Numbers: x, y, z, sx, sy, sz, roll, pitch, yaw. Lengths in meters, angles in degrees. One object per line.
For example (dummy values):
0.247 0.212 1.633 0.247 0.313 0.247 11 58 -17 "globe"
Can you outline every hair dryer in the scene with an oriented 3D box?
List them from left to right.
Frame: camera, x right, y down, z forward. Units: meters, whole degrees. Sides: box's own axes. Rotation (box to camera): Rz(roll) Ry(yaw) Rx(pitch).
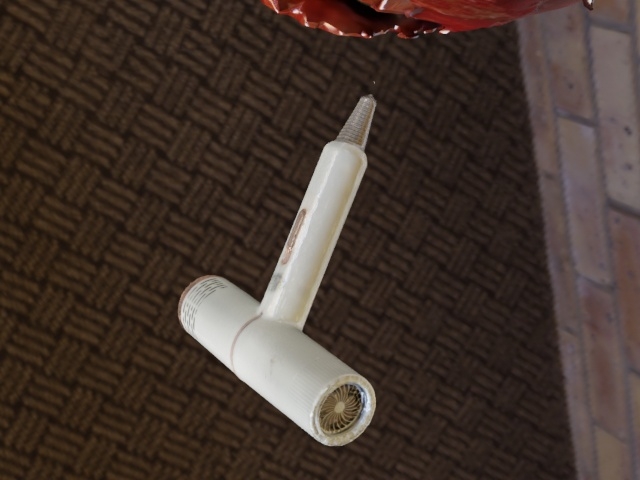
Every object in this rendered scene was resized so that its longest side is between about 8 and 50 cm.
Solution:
0.005 0.001 0.709 0.044 0.155 0.183 26 94 -40 "hair dryer"

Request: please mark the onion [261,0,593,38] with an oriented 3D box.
0.044 -0.213 0.500 0.276 0.276 0.276 -9 110 -25 "onion"
